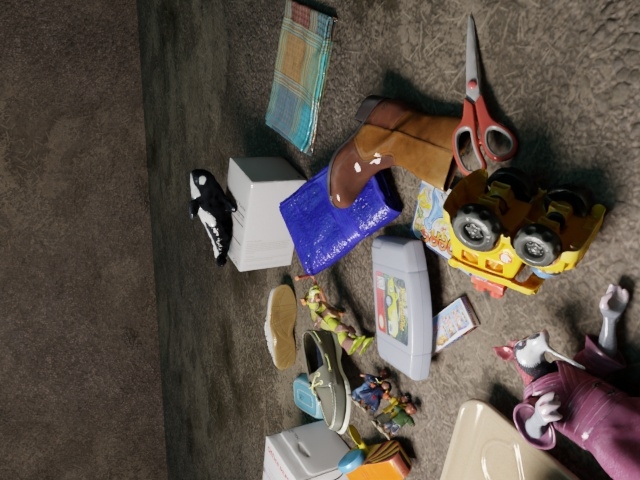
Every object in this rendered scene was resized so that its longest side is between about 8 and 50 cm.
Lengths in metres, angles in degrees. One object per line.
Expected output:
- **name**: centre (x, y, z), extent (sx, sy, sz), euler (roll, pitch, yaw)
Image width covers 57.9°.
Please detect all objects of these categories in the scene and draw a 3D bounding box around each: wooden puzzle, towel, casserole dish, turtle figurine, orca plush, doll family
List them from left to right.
- **orca plush**: centre (-0.289, -0.071, 1.646), extent (0.102, 0.151, 0.287), euler (-13, 79, 29)
- **towel**: centre (-0.064, -0.455, 1.601), extent (0.271, 0.040, 0.370), euler (45, 132, 46)
- **casserole dish**: centre (-0.033, 0.466, 1.726), extent (0.188, 0.037, 0.114), euler (5, 100, 60)
- **turtle figurine**: centre (0.021, 0.189, 1.431), extent (0.217, 0.087, 0.269), euler (43, 174, 27)
- **towel**: centre (0.032, -0.081, 1.382), extent (0.308, 0.076, 0.228), euler (-39, 60, 34)
- **doll family**: centre (0.148, 0.368, 1.333), extent (0.193, 0.111, 0.076), euler (42, 166, 33)
- **wooden puzzle**: centre (0.367, 0.493, 1.013), extent (0.348, 0.080, 0.322), euler (34, 124, 47)

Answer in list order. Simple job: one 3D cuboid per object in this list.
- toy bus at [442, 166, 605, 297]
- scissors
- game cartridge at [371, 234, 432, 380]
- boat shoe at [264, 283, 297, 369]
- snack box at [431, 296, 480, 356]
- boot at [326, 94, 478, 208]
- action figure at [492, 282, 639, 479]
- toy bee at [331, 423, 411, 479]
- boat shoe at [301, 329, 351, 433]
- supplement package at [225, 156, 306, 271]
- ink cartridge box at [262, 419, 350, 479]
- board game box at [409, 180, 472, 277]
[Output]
- **toy bus**: centre (0.317, 0.014, 0.936), extent (0.220, 0.149, 0.211), euler (22, 137, 33)
- **scissors**: centre (0.265, -0.259, 1.039), extent (0.109, 0.021, 0.297), euler (-19, 76, 23)
- **game cartridge**: centre (0.175, 0.140, 1.250), extent (0.196, 0.060, 0.294), euler (-170, 75, -69)
- **boat shoe**: centre (-0.136, 0.261, 1.801), extent (0.096, 0.098, 0.277), euler (24, 117, 55)
- **snack box**: centre (0.255, 0.183, 1.191), extent (0.178, 0.022, 0.064), euler (-52, 50, 50)
- **boot**: centre (0.158, -0.148, 1.172), extent (0.280, 0.096, 0.264), euler (32, 93, 44)
- **action figure**: centre (0.412, 0.252, 0.829), extent (0.370, 0.248, 0.276), euler (38, 154, 50)
- **toy bee**: centre (0.101, 0.535, 1.417), extent (0.298, 0.162, 0.195), euler (-8, 105, 29)
- **boat shoe**: centre (0.010, 0.354, 1.487), extent (0.109, 0.091, 0.305), euler (-60, 26, 33)
- **supplement package**: centre (-0.177, -0.083, 1.725), extent (0.175, 0.177, 0.293), euler (48, 134, 46)
- **ink cartridge box**: centre (-0.035, 0.684, 1.609), extent (0.198, 0.197, 0.270), euler (36, 126, 53)
- **board game box**: centre (0.260, -0.032, 1.128), extent (0.201, 0.035, 0.136), euler (40, 129, 50)
